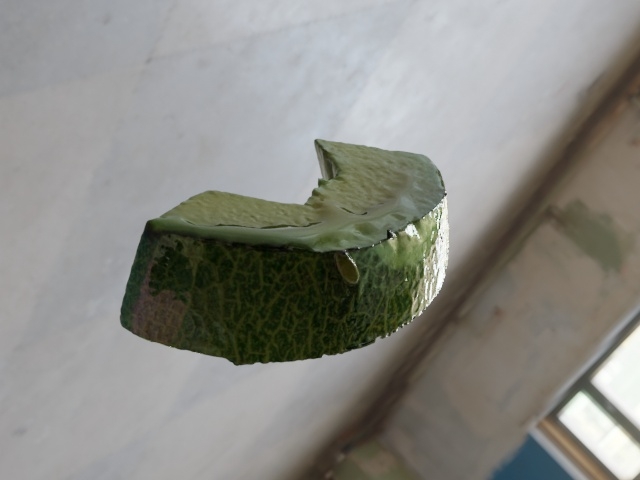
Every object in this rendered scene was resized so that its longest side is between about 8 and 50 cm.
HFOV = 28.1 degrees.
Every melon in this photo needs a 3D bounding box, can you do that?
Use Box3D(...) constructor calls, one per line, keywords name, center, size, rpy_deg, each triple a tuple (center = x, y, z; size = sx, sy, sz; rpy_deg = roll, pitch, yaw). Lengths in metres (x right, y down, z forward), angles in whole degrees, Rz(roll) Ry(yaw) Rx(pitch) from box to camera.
Box3D(name="melon", center=(0.000, 0.000, 0.683), size=(0.209, 0.118, 0.064), rpy_deg=(-35, 138, -52))
